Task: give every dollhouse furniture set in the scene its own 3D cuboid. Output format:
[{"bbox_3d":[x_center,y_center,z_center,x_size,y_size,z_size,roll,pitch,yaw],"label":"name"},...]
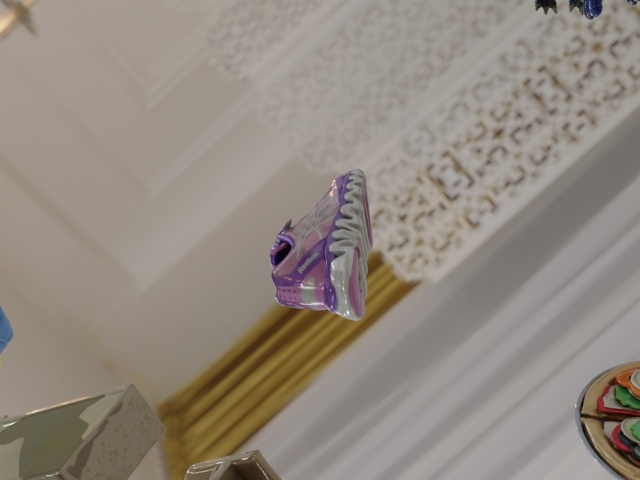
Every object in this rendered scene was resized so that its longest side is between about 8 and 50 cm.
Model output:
[{"bbox_3d":[-0.234,0.389,1.859,0.394,0.256,0.362,57,-138,-19],"label":"dollhouse furniture set"}]

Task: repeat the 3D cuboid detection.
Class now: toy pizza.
[{"bbox_3d":[0.321,0.158,1.369,0.201,0.201,0.032,-124,32,-50],"label":"toy pizza"}]

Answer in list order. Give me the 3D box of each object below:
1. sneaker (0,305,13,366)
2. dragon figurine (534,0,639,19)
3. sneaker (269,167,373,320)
[{"bbox_3d":[-0.475,0.072,1.937,0.240,0.091,0.126,47,-139,-8],"label":"sneaker"},{"bbox_3d":[0.284,-0.350,1.773,0.144,0.085,0.289,123,143,-57],"label":"dragon figurine"},{"bbox_3d":[0.000,0.000,1.692,0.236,0.104,0.095,-78,-20,-58],"label":"sneaker"}]
